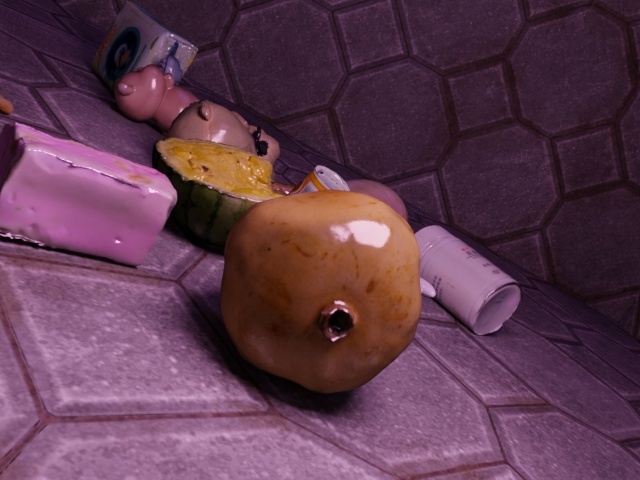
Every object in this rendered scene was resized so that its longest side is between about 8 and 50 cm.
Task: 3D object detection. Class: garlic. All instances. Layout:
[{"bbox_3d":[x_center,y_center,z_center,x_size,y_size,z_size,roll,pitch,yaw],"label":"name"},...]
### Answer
[{"bbox_3d":[0.118,-0.040,1.855,0.340,0.231,0.246,28,52,24],"label":"garlic"}]

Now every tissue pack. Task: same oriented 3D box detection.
[{"bbox_3d":[-0.617,-0.628,2.169,0.162,0.287,0.388,24,15,-46],"label":"tissue pack"}]

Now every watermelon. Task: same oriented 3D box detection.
[{"bbox_3d":[-0.211,-0.084,1.335,0.331,0.189,0.331,13,18,-4],"label":"watermelon"}]

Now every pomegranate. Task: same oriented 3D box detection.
[{"bbox_3d":[0.002,0.068,0.987,0.333,0.332,0.332,28,15,-8],"label":"pomegranate"}]

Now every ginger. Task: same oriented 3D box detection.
[{"bbox_3d":[-0.104,-0.147,1.937,0.295,0.086,0.131,18,8,-32],"label":"ginger"}]

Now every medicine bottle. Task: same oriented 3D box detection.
[{"bbox_3d":[0.408,0.109,1.868,0.190,0.190,0.332,15,21,-45],"label":"medicine bottle"}]

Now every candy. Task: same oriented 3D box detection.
[{"bbox_3d":[-0.378,-0.066,0.993,0.265,0.155,0.116,17,16,-41],"label":"candy"}]

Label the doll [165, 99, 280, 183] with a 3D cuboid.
[{"bbox_3d":[-0.245,-0.229,1.676,0.247,0.247,0.349,37,2,27],"label":"doll"}]

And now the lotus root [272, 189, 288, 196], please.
[{"bbox_3d":[-0.111,-0.105,1.832,0.150,0.062,0.073,31,39,-7],"label":"lotus root"}]

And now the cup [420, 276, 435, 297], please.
[{"bbox_3d":[0.092,0.107,1.329,0.300,0.167,0.173,-5,19,-22],"label":"cup"}]

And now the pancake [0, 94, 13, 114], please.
[{"bbox_3d":[-0.810,-0.354,1.328,0.257,0.056,0.212,26,6,16],"label":"pancake"}]

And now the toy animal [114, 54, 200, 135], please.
[{"bbox_3d":[-0.505,-0.432,1.948,0.210,0.229,0.221,19,-43,64],"label":"toy animal"}]

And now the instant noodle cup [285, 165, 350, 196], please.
[{"bbox_3d":[-0.021,-0.093,1.651,0.168,0.185,0.168,32,26,-18],"label":"instant noodle cup"}]
